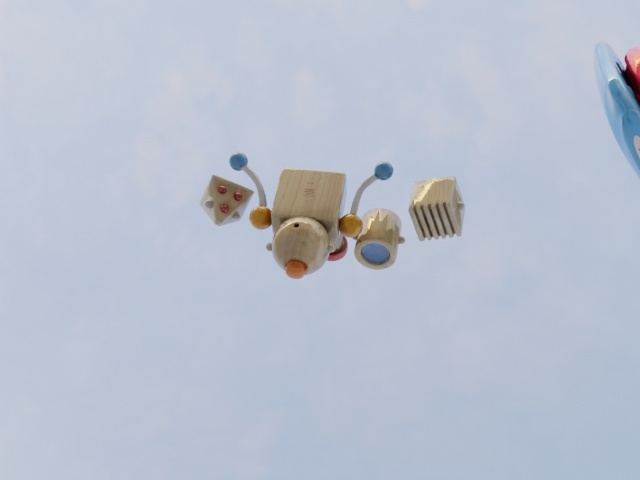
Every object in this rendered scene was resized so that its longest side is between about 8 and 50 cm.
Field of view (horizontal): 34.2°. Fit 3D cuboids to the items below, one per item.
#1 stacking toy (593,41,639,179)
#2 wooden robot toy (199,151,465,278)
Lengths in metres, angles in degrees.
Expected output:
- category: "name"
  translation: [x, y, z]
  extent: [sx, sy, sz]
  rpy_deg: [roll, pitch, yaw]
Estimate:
- category: "stacking toy"
  translation: [0.407, -0.157, 0.921]
  extent: [0.302, 0.166, 0.175]
  rpy_deg: [-30, -72, 21]
- category: "wooden robot toy"
  translation: [0.000, 0.000, 0.643]
  extent: [0.173, 0.076, 0.079]
  rpy_deg: [4, -136, 9]
